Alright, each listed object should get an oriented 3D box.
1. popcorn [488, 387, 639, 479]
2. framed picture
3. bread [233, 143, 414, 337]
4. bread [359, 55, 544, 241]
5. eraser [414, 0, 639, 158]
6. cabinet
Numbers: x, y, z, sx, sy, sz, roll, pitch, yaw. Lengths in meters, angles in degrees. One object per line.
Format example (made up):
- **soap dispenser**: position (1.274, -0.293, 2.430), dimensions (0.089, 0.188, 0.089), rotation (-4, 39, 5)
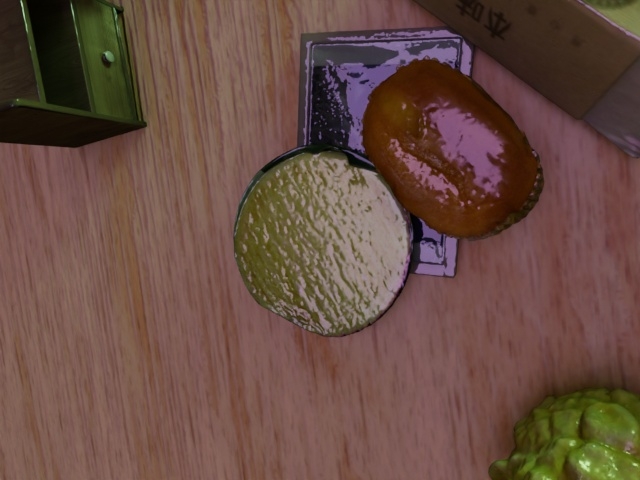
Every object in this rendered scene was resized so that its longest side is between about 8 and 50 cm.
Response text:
- **popcorn**: position (0.282, 0.272, 0.495), dimensions (0.252, 0.206, 0.237), rotation (39, 94, 1)
- **framed picture**: position (0.067, -0.103, 0.625), dimensions (0.209, 0.019, 0.280), rotation (4, 97, 20)
- **bread**: position (0.000, 0.000, 0.634), dimensions (0.229, 0.033, 0.228), rotation (2, 96, 18)
- **bread**: position (0.130, -0.088, 0.538), dimensions (0.132, 0.114, 0.190), rotation (-47, 74, 21)
- **eraser**: position (0.197, -0.224, 0.489), dimensions (0.343, 0.144, 0.078), rotation (42, 85, 12)
- **cabinet**: position (-0.353, -0.222, 0.671), dimensions (0.148, 0.215, 0.174), rotation (-10, 92, 21)
